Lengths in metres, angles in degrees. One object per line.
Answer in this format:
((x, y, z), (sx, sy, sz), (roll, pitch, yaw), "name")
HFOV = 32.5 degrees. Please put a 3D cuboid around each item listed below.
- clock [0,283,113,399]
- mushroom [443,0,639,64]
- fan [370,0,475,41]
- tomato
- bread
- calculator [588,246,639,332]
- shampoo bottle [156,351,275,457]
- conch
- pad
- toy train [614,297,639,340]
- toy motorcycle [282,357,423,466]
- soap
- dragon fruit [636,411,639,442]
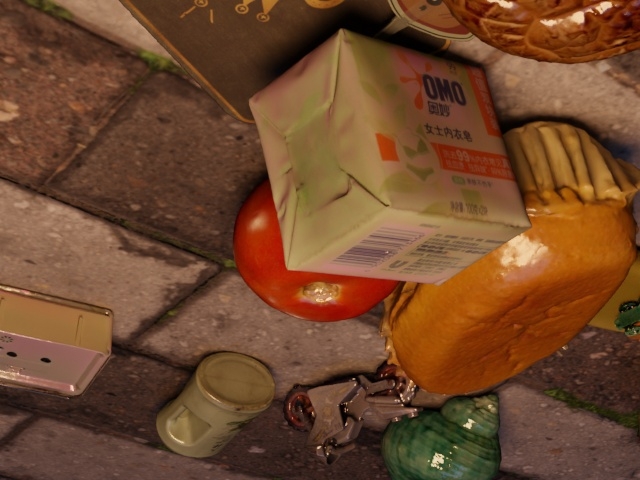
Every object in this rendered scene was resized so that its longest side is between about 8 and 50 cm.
((-0.375, 0.128, 1.400), (0.192, 0.071, 0.147), (15, 142, -22), "clock")
((0.201, -0.229, 0.829), (0.253, 0.153, 0.253), (1, 152, 1), "mushroom")
((0.093, -0.207, 0.963), (0.220, 0.009, 0.132), (-32, 139, 28), "fan")
((0.000, 0.000, 1.172), (0.195, 0.136, 0.195), (-1, 148, -1), "tomato")
((0.194, 0.042, 1.199), (0.236, 0.183, 0.388), (1, 145, -8), "bread")
((0.394, 0.069, 1.375), (0.236, 0.033, 0.157), (15, 141, -25), "calculator")
((-0.163, 0.248, 1.567), (0.118, 0.087, 0.234), (13, 143, -24), "shampoo bottle")
((0.183, 0.301, 1.625), (0.202, 0.134, 0.196), (-21, -178, 17), "conch")
((-0.031, -0.221, 0.917), (0.315, 0.063, 0.375), (-19, 142, 23), "pad")
((0.414, 0.089, 1.345), (0.064, 0.044, 0.103), (19, 142, -38), "toy train")
((0.045, 0.244, 1.541), (0.215, 0.122, 0.080), (-20, 168, 25), "toy motorcycle")
((0.063, -0.070, 0.994), (0.199, 0.182, 0.138), (6, 151, -40), "soap")
((0.526, 0.253, 1.513), (0.193, 0.192, 0.274), (-17, 155, 8), "dragon fruit")
